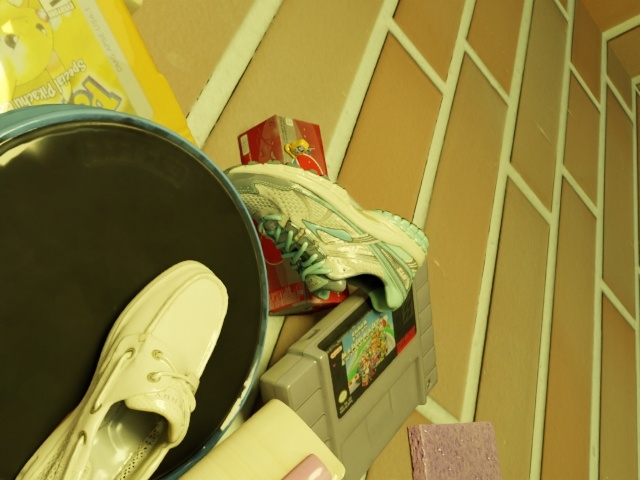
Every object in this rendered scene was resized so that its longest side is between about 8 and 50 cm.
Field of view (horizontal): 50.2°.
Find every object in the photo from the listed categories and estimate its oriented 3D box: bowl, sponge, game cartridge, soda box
[{"bbox_3d":[-0.210,0.063,0.649,0.391,0.077,0.392,2,87,-43],"label":"bowl"},{"bbox_3d":[0.219,0.353,1.095,0.210,0.031,0.117,12,65,-43],"label":"sponge"},{"bbox_3d":[0.060,0.185,0.915,0.355,0.068,0.230,-35,128,-48],"label":"game cartridge"},{"bbox_3d":[-0.281,-0.133,0.670,0.285,0.052,0.324,-41,115,-35],"label":"game cartridge"},{"bbox_3d":[-0.037,-0.033,0.942,0.092,0.083,0.264,5,71,-48],"label":"soda box"}]

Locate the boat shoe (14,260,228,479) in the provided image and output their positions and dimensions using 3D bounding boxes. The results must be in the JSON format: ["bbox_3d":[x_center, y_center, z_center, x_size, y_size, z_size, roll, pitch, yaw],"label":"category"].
[{"bbox_3d":[-0.147,0.140,0.586,0.098,0.096,0.277,46,60,-33],"label":"boat shoe"}]

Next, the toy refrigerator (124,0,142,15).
[{"bbox_3d":[-0.267,-0.389,0.833,0.094,0.102,0.270,23,59,-39],"label":"toy refrigerator"}]

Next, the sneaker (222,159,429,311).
[{"bbox_3d":[0.000,0.000,0.817,0.282,0.110,0.122,23,71,-16],"label":"sneaker"}]

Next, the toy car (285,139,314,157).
[{"bbox_3d":[-0.007,-0.072,0.895,0.122,0.040,0.060,54,42,-18],"label":"toy car"}]

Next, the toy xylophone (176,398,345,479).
[{"bbox_3d":[-0.097,0.244,0.620,0.236,0.323,0.081,-38,81,-14],"label":"toy xylophone"}]

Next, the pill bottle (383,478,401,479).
[{"bbox_3d":[0.094,0.414,0.877,0.108,0.108,0.180,-19,88,-49],"label":"pill bottle"}]
